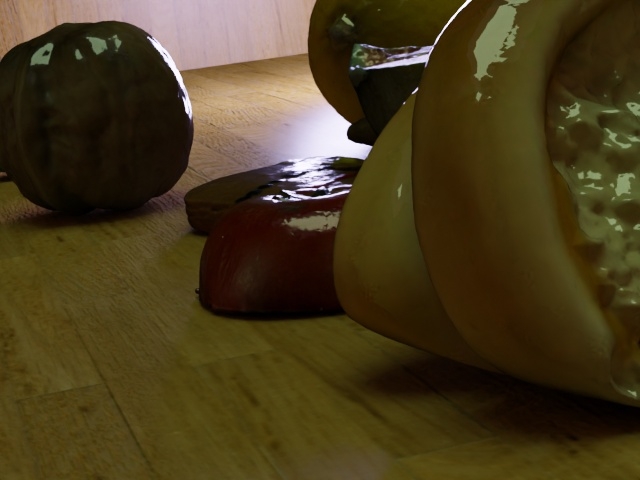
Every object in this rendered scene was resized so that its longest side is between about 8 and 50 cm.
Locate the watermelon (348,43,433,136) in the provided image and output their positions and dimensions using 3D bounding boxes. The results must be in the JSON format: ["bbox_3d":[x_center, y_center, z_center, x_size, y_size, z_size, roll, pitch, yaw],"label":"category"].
[{"bbox_3d":[0.144,-0.146,1.422,0.180,0.224,0.305,-49,15,0],"label":"watermelon"}]

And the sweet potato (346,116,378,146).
[{"bbox_3d":[0.171,-0.156,1.808,0.273,0.075,0.075,-11,12,-2],"label":"sweet potato"}]

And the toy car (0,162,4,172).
[{"bbox_3d":[-0.354,-0.161,2.000,0.235,0.145,0.235,6,1,0],"label":"toy car"}]

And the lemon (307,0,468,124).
[{"bbox_3d":[0.115,-0.276,1.927,0.293,0.293,0.293,-6,12,1],"label":"lemon"}]

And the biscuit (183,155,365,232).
[{"bbox_3d":[0.007,-0.054,1.461,0.262,0.052,0.277,-17,17,-40],"label":"biscuit"}]

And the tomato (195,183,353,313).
[{"bbox_3d":[-0.002,-0.002,1.168,0.225,0.085,0.225,-9,10,2],"label":"tomato"}]

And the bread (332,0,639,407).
[{"bbox_3d":[0.231,-0.025,0.914,0.424,0.329,0.245,-15,-26,-33],"label":"bread"}]

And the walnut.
[{"bbox_3d":[-0.271,-0.147,1.638,0.248,0.248,0.248,-6,12,1],"label":"walnut"}]
